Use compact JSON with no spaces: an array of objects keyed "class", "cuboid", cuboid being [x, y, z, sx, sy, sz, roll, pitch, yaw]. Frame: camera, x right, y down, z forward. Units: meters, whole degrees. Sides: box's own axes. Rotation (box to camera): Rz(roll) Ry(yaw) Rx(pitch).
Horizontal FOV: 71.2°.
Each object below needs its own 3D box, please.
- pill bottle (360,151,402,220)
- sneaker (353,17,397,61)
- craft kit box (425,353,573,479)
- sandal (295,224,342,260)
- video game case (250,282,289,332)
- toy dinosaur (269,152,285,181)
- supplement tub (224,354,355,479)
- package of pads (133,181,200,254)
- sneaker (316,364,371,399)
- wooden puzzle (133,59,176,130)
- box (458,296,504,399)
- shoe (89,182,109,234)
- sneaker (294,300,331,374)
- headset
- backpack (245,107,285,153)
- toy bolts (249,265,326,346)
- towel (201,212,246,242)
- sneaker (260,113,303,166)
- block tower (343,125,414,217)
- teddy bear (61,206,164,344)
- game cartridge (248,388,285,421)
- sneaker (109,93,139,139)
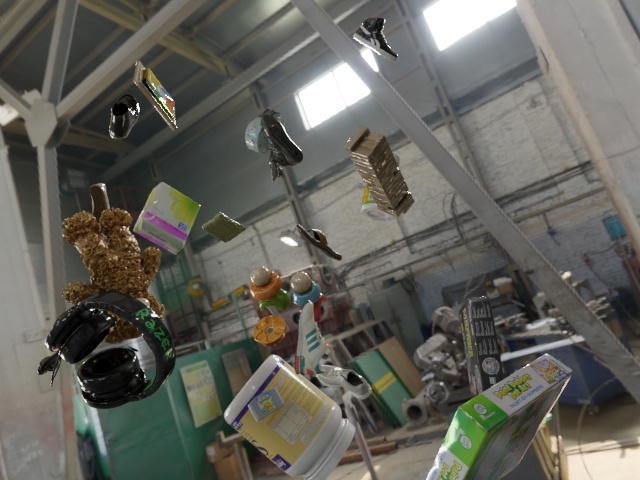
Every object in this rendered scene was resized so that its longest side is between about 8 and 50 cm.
[{"class":"pill bottle","cuboid":[0.240,-0.211,1.720,0.137,0.245,0.136,11,-17,3]},{"class":"sneaker","cuboid":[0.246,-0.831,1.819,0.121,0.217,0.079,-56,-16,19]},{"class":"craft kit box","cuboid":[0.281,0.327,0.730,0.247,0.061,0.249,-13,-54,-38]},{"class":"sandal","cuboid":[0.000,0.000,1.663,0.060,0.219,0.090,-57,14,-6]},{"class":"video game case","cuboid":[-0.233,0.303,2.047,0.023,0.193,0.212,-37,-50,-12]},{"class":"toy dinosaur","cuboid":[-0.230,-0.381,2.221,0.064,0.268,0.118,-18,-33,1]},{"class":"supplement tub","cuboid":[-0.089,0.529,1.324,0.241,0.331,0.241,-51,-6,-8]},{"class":"package of pads","cuboid":[-0.717,-0.110,2.095,0.229,0.296,0.101,35,-50,-26]},{"class":"sneaker","cuboid":[0.095,0.586,1.937,0.263,0.099,0.121,13,-40,25]},{"class":"wooden puzzle","cuboid":[-0.610,-0.548,1.675,0.044,0.238,0.221,-30,-47,3]},{"class":"box","cuboid":[0.452,0.312,1.262,0.060,0.269,0.216,-6,-19,8]},{"class":"shoe","cuboid":[-0.893,-0.129,1.829,0.077,0.218,0.058,4,23,-7]},{"class":"sneaker","cuboid":[-0.012,0.209,0.956,0.076,0.161,0.057,6,2,3]},{"class":"headset","cuboid":[-0.480,0.235,0.991,0.395,0.243,0.185,-20,15,23]},{"class":"backpack","cuboid":[-0.248,-0.484,2.031,0.188,0.144,0.165,-42,-26,-31]},{"class":"toy bolts","cuboid":[-0.112,0.176,1.304,0.229,0.218,0.158,-7,-47,17]},{"class":"towel","cuboid":[-0.371,-0.048,1.718,0.110,0.027,0.148,-33,-38,19]},{"class":"sneaker","cuboid":[-0.180,-0.385,1.774,0.130,0.227,0.087,-17,29,46]},{"class":"block tower","cuboid":[0.194,-0.203,1.411,0.091,0.097,0.335,-51,-43,-11]},{"class":"teddy bear","cuboid":[-0.494,0.076,1.090,0.113,0.337,0.245,-20,-18,32]},{"class":"game cartridge","cuboid":[-0.138,0.413,1.132,0.083,0.056,0.017,-24,-25,-32]},{"class":"sneaker","cuboid":[-0.713,-0.484,1.640,0.083,0.221,0.118,12,-36,-20]}]
